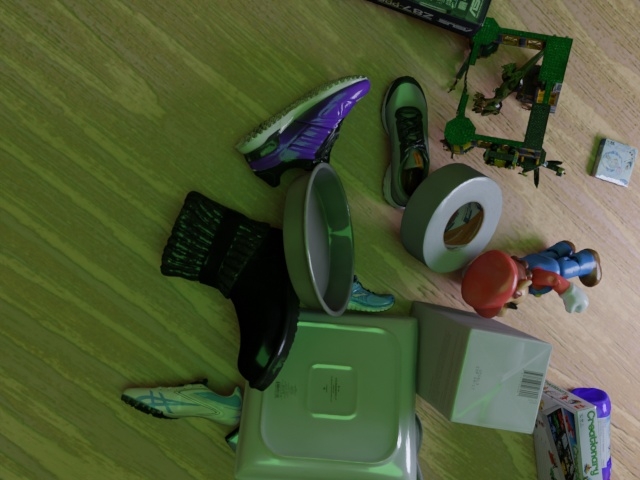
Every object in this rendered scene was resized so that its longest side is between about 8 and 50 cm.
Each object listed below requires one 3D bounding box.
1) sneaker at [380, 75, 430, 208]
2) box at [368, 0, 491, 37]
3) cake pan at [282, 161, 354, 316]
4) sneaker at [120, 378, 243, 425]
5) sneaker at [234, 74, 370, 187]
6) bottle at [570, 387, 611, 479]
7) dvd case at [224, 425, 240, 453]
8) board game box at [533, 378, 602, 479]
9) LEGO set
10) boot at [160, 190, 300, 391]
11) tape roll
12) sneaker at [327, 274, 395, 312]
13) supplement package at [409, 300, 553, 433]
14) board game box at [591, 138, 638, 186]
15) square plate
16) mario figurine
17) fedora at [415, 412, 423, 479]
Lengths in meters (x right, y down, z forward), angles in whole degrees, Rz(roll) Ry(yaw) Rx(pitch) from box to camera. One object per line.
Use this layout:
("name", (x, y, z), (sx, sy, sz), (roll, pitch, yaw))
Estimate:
("sneaker", (0.184, -0.198, 1.418), (0.100, 0.108, 0.271), (-3, 95, -12))
("box", (0.225, -0.637, 1.351), (0.318, 0.097, 0.394), (19, 91, -2))
("cake pan", (0.000, 0.000, 1.323), (0.054, 0.293, 0.293), (-5, 98, 19))
("sneaker", (-0.271, 0.313, 1.379), (0.237, 0.085, 0.086), (10, 67, -11))
("sneaker", (-0.012, -0.209, 1.379), (0.293, 0.102, 0.146), (-33, 107, -4))
("bottle", (0.614, 0.485, 1.587), (0.092, 0.118, 0.282), (-1, 96, 20))
("dvd case", (-0.056, 0.455, 1.469), (0.180, 0.022, 0.253), (-36, 103, -8))
("board game box", (0.540, 0.481, 1.530), (0.053, 0.193, 0.305), (-10, 98, -12))
("LEGO set", (0.389, -0.282, 1.449), (0.255, 0.192, 0.331), (5, 80, 14))
("boot", (-0.177, 0.090, 1.297), (0.260, 0.131, 0.348), (19, 53, -17))
("tape roll", (0.268, -0.044, 1.417), (0.219, 0.072, 0.219), (-20, 129, -27))
("sneaker", (0.081, 0.109, 1.447), (0.162, 0.063, 0.073), (7, 89, -16))
("supplement package", (0.295, 0.242, 1.393), (0.175, 0.293, 0.177), (11, 93, -14))
("board game box", (0.669, -0.176, 1.583), (0.090, 0.020, 0.090), (16, 91, -15))
("square plate", (0.021, 0.296, 1.349), (0.344, 0.049, 0.347), (5, 66, -2))
("mario figurine", (0.429, 0.098, 1.463), (0.321, 0.198, 0.170), (-11, 77, -27))
("fedora", (0.122, 0.451, 1.431), (0.243, 0.124, 0.275), (-46, 116, -4))
